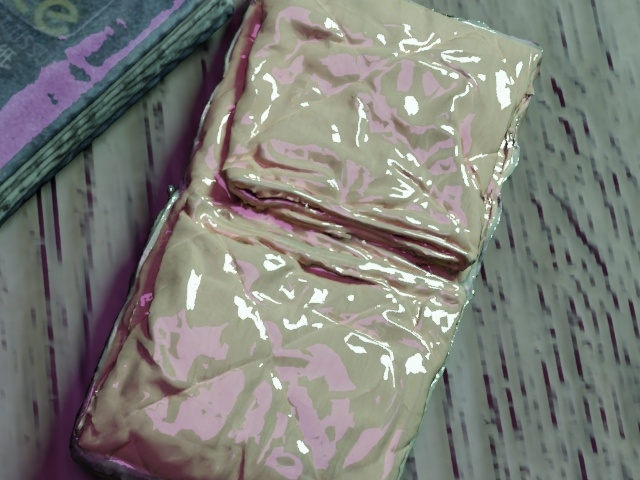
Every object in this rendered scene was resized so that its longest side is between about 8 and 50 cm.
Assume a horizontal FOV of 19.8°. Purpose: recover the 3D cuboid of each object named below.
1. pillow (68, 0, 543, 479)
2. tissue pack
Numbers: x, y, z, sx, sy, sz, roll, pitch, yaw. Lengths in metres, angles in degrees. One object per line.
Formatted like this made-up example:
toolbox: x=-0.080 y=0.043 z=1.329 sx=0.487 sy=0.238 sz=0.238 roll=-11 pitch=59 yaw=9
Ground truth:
pillow: x=0.000 y=0.000 z=0.701 sx=0.126 sy=0.043 sz=0.232 roll=22 pitch=66 yaw=-2
tissue pack: x=-0.124 y=-0.084 z=0.715 sx=0.112 sy=0.051 sz=0.156 roll=42 pitch=71 yaw=12
